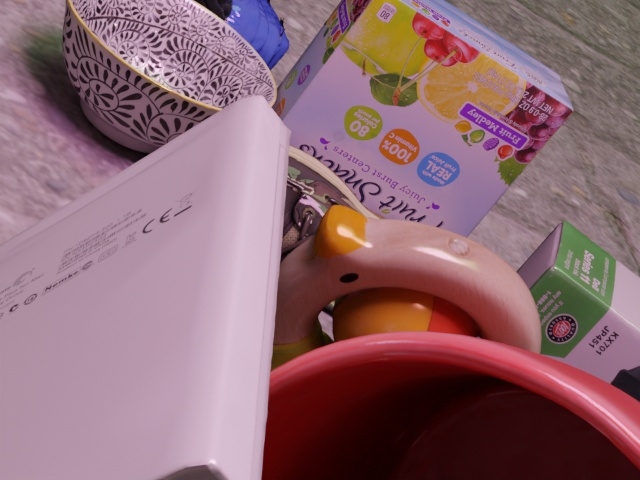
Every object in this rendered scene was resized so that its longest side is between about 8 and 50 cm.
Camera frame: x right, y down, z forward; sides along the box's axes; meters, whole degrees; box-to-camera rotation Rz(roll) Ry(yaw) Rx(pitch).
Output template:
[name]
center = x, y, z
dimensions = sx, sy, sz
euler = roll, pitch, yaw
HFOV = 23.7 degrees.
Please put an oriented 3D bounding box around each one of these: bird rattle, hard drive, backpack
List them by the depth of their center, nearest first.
[hard drive]
center = -0.110, 0.058, 0.703
dimensions = 0.040, 0.203, 0.307
euler = 52, 19, -25
[bird rattle]
center = 0.042, 0.077, 0.892
dimensions = 0.254, 0.207, 0.143
euler = 27, 45, -4
[backpack]
center = -0.076, -0.171, 1.245
dimensions = 0.101, 0.098, 0.120
euler = 28, 26, -30

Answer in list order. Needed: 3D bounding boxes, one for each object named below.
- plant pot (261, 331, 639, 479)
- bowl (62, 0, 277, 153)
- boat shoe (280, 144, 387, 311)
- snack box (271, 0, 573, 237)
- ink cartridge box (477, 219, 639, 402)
[plant pot]
center = 0.082, 0.170, 0.728
dimensions = 0.275, 0.275, 0.243
euler = 45, 16, 13
[bowl]
center = -0.123, -0.116, 1.106
dimensions = 0.170, 0.080, 0.170
euler = 27, 27, -15
[boat shoe]
center = 0.000, 0.001, 1.082
dimensions = 0.224, 0.080, 0.073
euler = 33, 21, -23
[snack box]
center = 0.052, -0.074, 1.125
dimensions = 0.175, 0.207, 0.070
euler = 29, 27, -18
[ink cartridge box]
center = 0.204, 0.113, 1.083
dimensions = 0.208, 0.153, 0.087
euler = 36, 26, -4
